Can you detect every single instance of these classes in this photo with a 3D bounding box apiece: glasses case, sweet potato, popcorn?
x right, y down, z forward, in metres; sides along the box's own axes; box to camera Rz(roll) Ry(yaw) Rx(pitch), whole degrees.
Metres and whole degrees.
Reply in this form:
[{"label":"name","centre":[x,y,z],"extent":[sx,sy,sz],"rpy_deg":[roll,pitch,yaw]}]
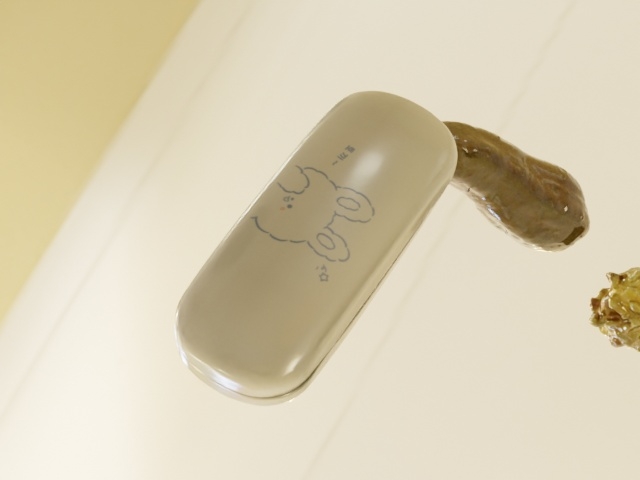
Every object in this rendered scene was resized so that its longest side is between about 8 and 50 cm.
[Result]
[{"label":"glasses case","centre":[0.000,0.000,1.084],"extent":[0.233,0.092,0.059],"rpy_deg":[-52,167,-30]},{"label":"sweet potato","centre":[0.130,-0.050,1.480],"extent":[0.081,0.233,0.062],"rpy_deg":[-67,-154,9]},{"label":"popcorn","centre":[0.269,0.056,1.538],"extent":[0.082,0.083,0.057],"rpy_deg":[-21,-142,42]}]
